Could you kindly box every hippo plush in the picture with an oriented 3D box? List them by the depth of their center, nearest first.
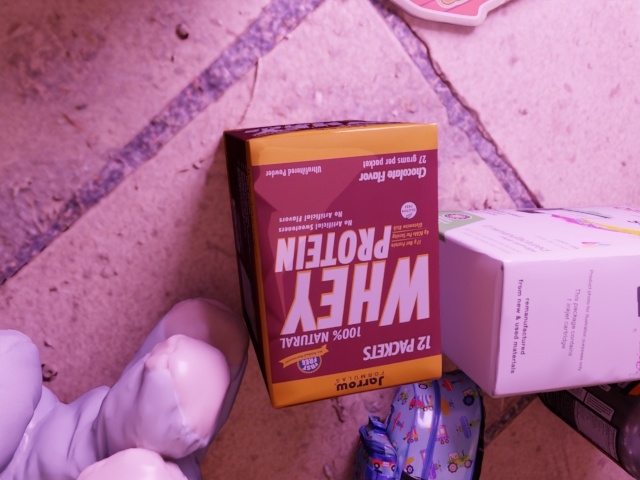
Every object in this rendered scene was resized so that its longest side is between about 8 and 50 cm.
[{"bbox_3d":[-0.205,0.148,0.485,0.237,0.234,0.294,18,141,0],"label":"hippo plush"}]

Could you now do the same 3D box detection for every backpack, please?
[{"bbox_3d":[0.098,0.212,0.575,0.117,0.158,0.173,12,86,2],"label":"backpack"}]

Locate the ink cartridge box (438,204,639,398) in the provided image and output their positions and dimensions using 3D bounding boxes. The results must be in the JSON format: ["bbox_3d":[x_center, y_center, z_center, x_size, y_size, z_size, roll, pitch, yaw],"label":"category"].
[{"bbox_3d":[0.239,0.039,0.541,0.278,0.201,0.117,-3,103,-14],"label":"ink cartridge box"}]

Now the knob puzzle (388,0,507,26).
[{"bbox_3d":[0.118,-0.293,0.525,0.213,0.030,0.213,-3,104,-13],"label":"knob puzzle"}]

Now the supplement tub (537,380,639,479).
[{"bbox_3d":[0.327,0.174,0.600,0.117,0.190,0.116,-3,103,-14],"label":"supplement tub"}]

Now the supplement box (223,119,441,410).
[{"bbox_3d":[0.000,0.000,0.476,0.129,0.194,0.191,-7,104,-13],"label":"supplement box"}]
